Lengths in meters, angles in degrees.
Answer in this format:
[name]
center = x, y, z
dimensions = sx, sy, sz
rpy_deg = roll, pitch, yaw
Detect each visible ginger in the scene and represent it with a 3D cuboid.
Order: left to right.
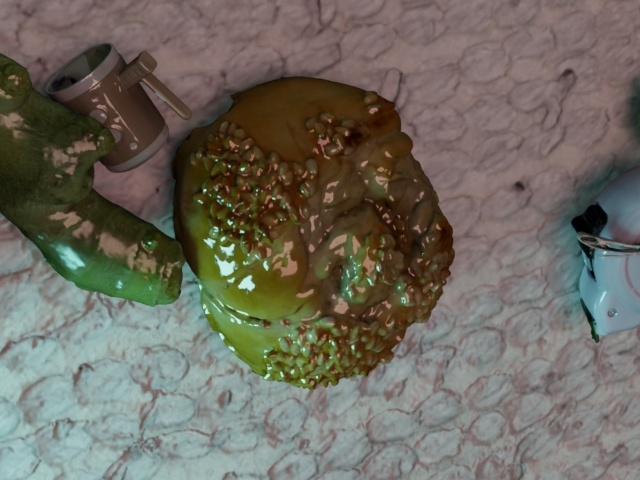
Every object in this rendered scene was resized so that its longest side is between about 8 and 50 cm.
[ginger]
center = -0.225, -0.046, 1.170
dimensions = 0.137, 0.089, 0.290
rpy_deg = -18, 121, 14

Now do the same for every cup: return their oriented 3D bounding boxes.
[cup]
center = -0.176, -0.124, 1.191
dimensions = 0.102, 0.074, 0.099
rpy_deg = -29, 118, 8

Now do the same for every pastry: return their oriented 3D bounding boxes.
[pastry]
center = 0.000, 0.000, 1.264
dimensions = 0.255, 0.162, 0.311
rpy_deg = -30, 113, -12

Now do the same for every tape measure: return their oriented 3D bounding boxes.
[tape measure]
center = 0.367, 0.007, 1.435
dimensions = 0.196, 0.105, 0.178
rpy_deg = -19, 119, 4

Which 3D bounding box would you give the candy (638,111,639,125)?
[candy]
center = 0.455, -0.065, 1.513
dimensions = 0.093, 0.092, 0.335
rpy_deg = -55, 128, -20
